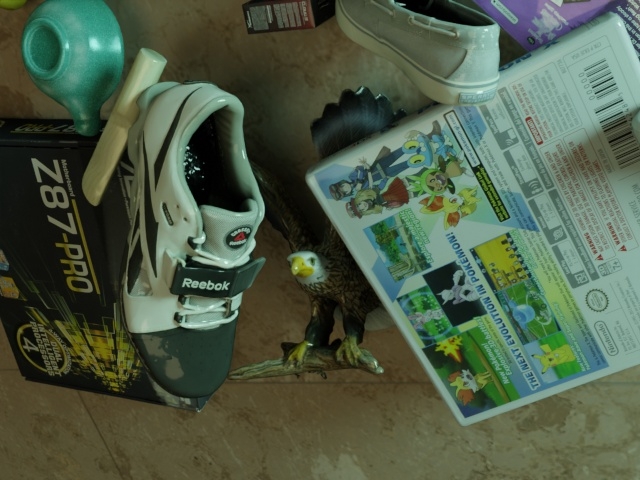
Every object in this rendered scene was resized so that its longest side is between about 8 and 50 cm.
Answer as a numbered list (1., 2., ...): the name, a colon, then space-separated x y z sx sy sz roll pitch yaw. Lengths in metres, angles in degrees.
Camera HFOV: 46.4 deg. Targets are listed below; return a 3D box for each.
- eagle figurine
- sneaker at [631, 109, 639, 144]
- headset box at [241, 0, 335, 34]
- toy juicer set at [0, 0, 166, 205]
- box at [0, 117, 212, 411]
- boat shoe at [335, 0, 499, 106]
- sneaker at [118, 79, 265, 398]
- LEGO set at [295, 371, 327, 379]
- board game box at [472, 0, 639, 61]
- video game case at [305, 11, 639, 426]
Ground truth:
1. eagle figurine: 0.001 -0.001 0.824 0.226 0.225 0.298 -5 86 -16
2. sneaker: 0.380 -0.055 0.606 0.256 0.094 0.151 -6 121 2
3. headset box: -0.026 -0.232 0.747 0.083 0.062 0.032 1 119 25
4. toy juicer set: -0.252 -0.231 0.822 0.209 0.089 0.329 -35 84 28
5. box: -0.313 0.033 1.017 0.318 0.097 0.394 4 119 20
6. boat shoe: 0.084 -0.198 0.648 0.227 0.079 0.081 -127 33 -45
7. sneaker: -0.120 0.009 0.733 0.146 0.122 0.330 12 107 53
8. LEGO set: -0.012 0.159 1.001 0.083 0.023 0.054 -6 114 42
9. board game box: 0.222 -0.262 0.625 0.347 0.056 0.208 42 123 -3
10. video game case: 0.195 0.005 0.707 0.300 0.036 0.329 -25 111 19
